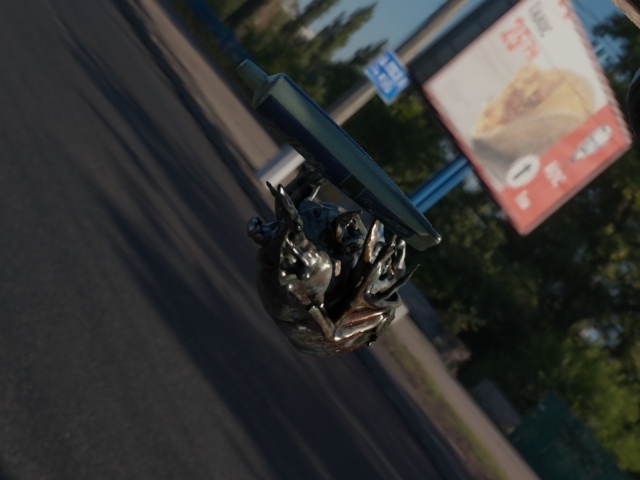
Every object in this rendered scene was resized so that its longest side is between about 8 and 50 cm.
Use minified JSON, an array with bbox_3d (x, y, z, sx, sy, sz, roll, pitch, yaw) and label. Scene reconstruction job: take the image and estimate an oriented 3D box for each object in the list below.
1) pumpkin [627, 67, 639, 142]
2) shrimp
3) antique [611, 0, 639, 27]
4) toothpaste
[{"bbox_3d":[0.386,-0.125,1.098,0.167,0.125,0.167,24,37,-19],"label":"pumpkin"},{"bbox_3d":[0.000,0.001,0.971,0.372,0.137,0.172,89,-24,-63],"label":"shrimp"},{"bbox_3d":[0.173,-0.127,0.418,0.257,0.143,0.121,21,25,-54],"label":"antique"},{"bbox_3d":[0.012,-0.063,0.836,0.197,0.035,0.057,44,-16,-4],"label":"toothpaste"}]
